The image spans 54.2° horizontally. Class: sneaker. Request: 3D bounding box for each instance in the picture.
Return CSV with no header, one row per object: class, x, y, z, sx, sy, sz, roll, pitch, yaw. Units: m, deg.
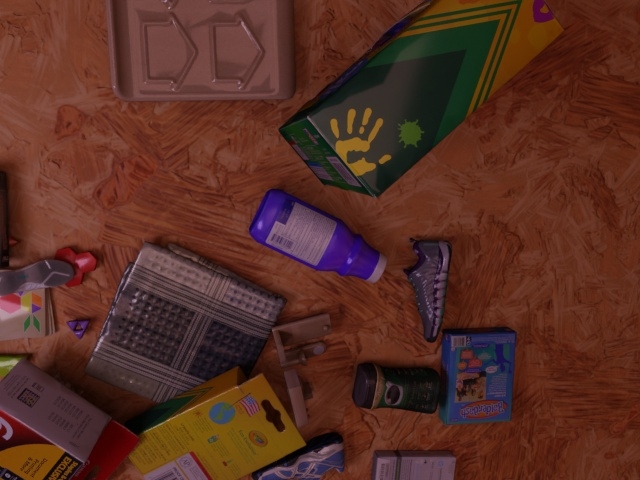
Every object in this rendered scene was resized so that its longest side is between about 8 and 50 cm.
sneaker,0.224,0.105,1.350,0.098,0.083,0.224,8,95,12
sneaker,-0.548,0.069,1.185,0.152,0.061,0.054,-10,90,-27
sneaker,-0.043,0.488,1.345,0.211,0.080,0.081,-15,97,-6

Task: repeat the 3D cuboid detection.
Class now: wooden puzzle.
wooden puzzle,-0.222,-0.429,1.186,0.347,0.080,0.322,-4,99,-14

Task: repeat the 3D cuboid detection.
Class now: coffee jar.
coffee jar,0.162,0.320,1.356,0.184,0.079,0.096,8,100,-12

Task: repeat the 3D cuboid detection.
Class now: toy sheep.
toy sheep,-0.526,0.310,1.234,0.132,0.091,0.091,44,89,-18

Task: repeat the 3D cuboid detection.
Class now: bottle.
bottle,0.000,0.000,1.274,0.282,0.092,0.118,25,94,-13

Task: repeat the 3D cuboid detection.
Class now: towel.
towel,-0.278,0.188,1.283,0.324,0.056,0.312,25,96,-15

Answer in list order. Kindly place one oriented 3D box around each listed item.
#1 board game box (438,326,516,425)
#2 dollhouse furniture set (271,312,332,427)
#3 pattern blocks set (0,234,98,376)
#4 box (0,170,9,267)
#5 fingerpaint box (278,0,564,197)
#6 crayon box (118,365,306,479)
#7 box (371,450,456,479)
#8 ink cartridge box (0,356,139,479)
board game box,0.351,0.303,1.403,0.160,0.047,0.210,0,98,-10
dollhouse furniture set,-0.015,0.262,1.275,0.123,0.151,0.144,-14,125,-8
pattern blocks set,-0.615,0.124,1.218,0.324,0.026,0.286,9,94,-11
box,-0.702,-0.036,1.150,0.230,0.056,0.183,-1,91,-7
fingerpaint box,0.128,-0.265,1.078,0.371,0.445,0.163,-41,102,-1
crayon box,-0.213,0.394,1.269,0.318,0.081,0.202,-26,111,3
box,0.207,0.552,1.419,0.186,0.038,0.145,3,98,-9
ink cartridge box,-0.540,0.422,1.166,0.271,0.130,0.309,37,112,-10
